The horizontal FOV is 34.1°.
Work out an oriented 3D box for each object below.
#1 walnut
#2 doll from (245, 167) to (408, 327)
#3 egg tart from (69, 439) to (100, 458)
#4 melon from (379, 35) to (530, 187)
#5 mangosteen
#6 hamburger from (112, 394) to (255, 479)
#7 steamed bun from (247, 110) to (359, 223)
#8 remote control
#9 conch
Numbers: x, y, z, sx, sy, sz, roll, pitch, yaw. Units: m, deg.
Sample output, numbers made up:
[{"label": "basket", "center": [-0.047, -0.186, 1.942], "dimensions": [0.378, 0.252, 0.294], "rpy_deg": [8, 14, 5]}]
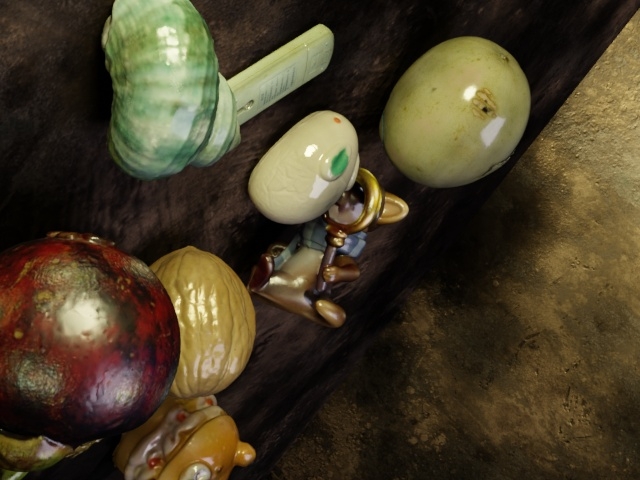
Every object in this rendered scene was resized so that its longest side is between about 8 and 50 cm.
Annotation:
[{"label": "walnut", "center": [-0.220, 0.139, 1.767], "dimensions": [0.225, 0.224, 0.261], "rpy_deg": [13, 77, -70]}, {"label": "doll", "center": [-0.003, -0.001, 2.043], "dimensions": [0.209, 0.318, 0.340], "rpy_deg": [37, 85, -36]}, {"label": "egg tart", "center": [-0.390, 0.262, 1.782], "dimensions": [0.297, 0.132, 0.297], "rpy_deg": [-58, 168, -20]}, {"label": "melon", "center": [0.263, -0.240, 2.051], "dimensions": [0.268, 0.268, 0.330], "rpy_deg": [-24, 159, -52]}, {"label": "mangosteen", "center": [-0.339, 0.168, 1.372], "dimensions": [0.306, 0.306, 0.360], "rpy_deg": [10, 86, -70]}, {"label": "hamburger", "center": [-0.297, 0.478, 2.321], "dimensions": [0.276, 0.237, 0.276], "rpy_deg": [-45, 162, -19]}, {"label": "steamed bun", "center": [-0.017, -0.121, 1.865], "dimensions": [0.228, 0.131, 0.177], "rpy_deg": [-47, 162, 3]}, {"label": "remote control", "center": [-0.073, -0.250, 1.608], "dimensions": [0.233, 0.038, 0.098], "rpy_deg": [-38, 160, -27]}, {"label": "conch", "center": [-0.188, -0.177, 1.303], "dimensions": [0.277, 0.195, 0.220], "rpy_deg": [37, 65, -48]}]
